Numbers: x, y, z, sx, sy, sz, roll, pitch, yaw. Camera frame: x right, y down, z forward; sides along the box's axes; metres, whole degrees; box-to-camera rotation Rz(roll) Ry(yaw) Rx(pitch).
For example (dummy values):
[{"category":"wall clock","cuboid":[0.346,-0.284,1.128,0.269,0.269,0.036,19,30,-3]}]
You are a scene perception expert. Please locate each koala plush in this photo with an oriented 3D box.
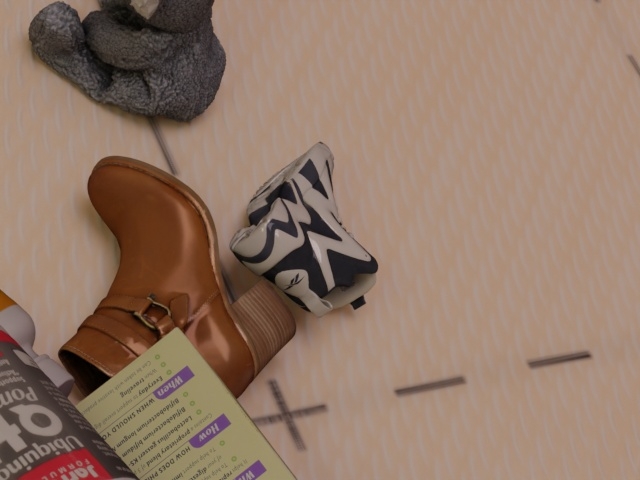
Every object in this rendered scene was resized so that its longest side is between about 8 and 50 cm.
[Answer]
[{"category":"koala plush","cuboid":[-0.170,-0.259,2.024,0.203,0.221,0.196,42,47,9]}]

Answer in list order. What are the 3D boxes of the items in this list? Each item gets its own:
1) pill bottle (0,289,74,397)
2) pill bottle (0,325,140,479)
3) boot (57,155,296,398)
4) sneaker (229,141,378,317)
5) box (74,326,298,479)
[{"category":"pill bottle","cuboid":[-0.350,0.087,1.719,0.246,0.136,0.136,39,47,7]},{"category":"pill bottle","cuboid":[-0.238,0.220,1.502,0.176,0.176,0.318,-23,55,-37]},{"category":"boot","cuboid":[-0.186,0.060,1.859,0.283,0.109,0.220,49,53,6]},{"category":"sneaker","cuboid":[0.000,0.000,2.000,0.153,0.094,0.235,49,22,-12]},{"category":"box","cuboid":[-0.128,0.242,1.630,0.213,0.117,0.243,-38,61,-5]}]
